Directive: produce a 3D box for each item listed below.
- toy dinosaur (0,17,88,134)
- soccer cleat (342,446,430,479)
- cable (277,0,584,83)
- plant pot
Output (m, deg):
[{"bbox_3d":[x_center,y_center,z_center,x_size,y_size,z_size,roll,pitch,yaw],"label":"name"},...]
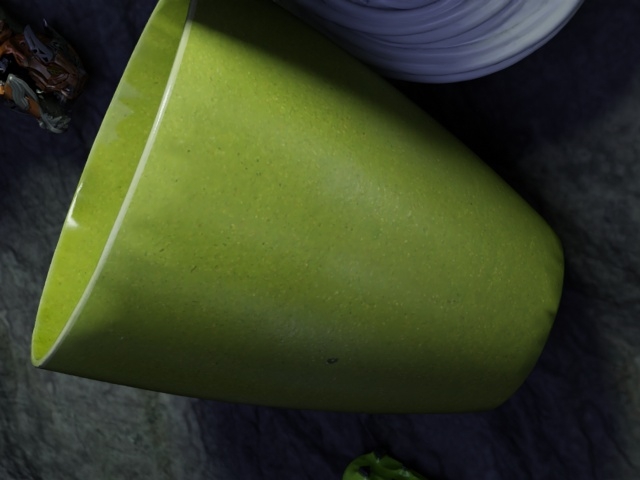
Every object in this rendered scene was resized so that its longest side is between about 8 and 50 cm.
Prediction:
[{"bbox_3d":[-0.350,-0.149,1.135,0.322,0.164,0.218,29,111,21],"label":"toy dinosaur"},{"bbox_3d":[0.094,0.227,1.099,0.179,0.060,0.072,28,131,23],"label":"soccer cleat"},{"bbox_3d":[0.066,-0.227,0.904,0.257,0.089,0.257,-39,90,33],"label":"cable"},{"bbox_3d":[0.000,0.000,0.927,0.293,0.275,0.275,21,124,-15],"label":"plant pot"}]
